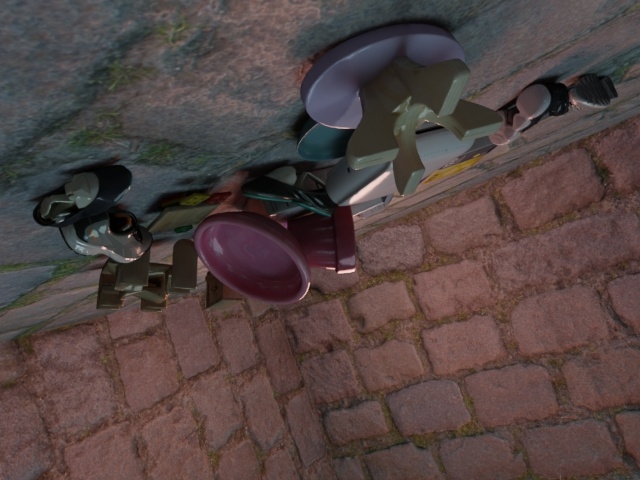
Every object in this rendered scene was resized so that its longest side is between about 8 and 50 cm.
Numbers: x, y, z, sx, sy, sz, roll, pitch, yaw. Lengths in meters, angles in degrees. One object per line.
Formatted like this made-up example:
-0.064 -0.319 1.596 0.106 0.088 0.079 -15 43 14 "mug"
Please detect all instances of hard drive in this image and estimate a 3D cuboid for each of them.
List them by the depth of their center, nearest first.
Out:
0.080 -0.118 1.620 0.353 0.047 0.233 -24 -166 24 "hard drive"

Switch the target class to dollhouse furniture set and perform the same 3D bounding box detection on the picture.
-0.453 0.067 1.380 0.395 0.256 0.362 9 157 -32 "dollhouse furniture set"

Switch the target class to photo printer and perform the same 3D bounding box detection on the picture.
0.181 -0.188 1.012 0.256 0.107 0.307 -17 173 -27 "photo printer"

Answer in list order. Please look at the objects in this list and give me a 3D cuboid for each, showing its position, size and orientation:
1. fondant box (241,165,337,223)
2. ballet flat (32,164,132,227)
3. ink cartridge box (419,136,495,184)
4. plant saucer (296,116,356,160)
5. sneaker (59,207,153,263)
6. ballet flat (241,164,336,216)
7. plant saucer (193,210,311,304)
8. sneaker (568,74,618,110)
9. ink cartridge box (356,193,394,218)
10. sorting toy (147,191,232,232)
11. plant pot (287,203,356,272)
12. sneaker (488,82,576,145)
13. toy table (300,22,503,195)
-0.046 -0.120 1.307 0.331 0.096 0.238 -16 172 -24 "fondant box"
-0.404 -0.070 0.737 0.203 0.074 0.074 -21 174 24 "ballet flat"
0.455 -0.287 1.610 0.308 0.072 0.303 -22 174 -9 "ink cartridge box"
0.095 -0.250 0.898 0.318 0.043 0.317 -20 174 -2 "plant saucer"
-0.436 -0.015 0.972 0.108 0.100 0.271 -26 173 4 "sneaker"
-0.069 -0.129 1.088 0.281 0.096 0.095 11 -176 -45 "ballet flat"
-0.173 0.040 1.187 0.332 0.332 0.084 -27 -152 46 "plant saucer"
0.810 -0.428 1.352 0.282 0.105 0.115 -15 172 -41 "sneaker"
0.232 -0.160 1.736 0.233 0.066 0.189 -19 -168 -8 "ink cartridge box"
-0.322 -0.075 1.036 0.132 0.046 0.275 -15 172 -42 "sorting toy"
0.000 0.000 1.265 0.181 0.201 0.201 -5 173 -3 "plant pot"
0.607 -0.362 1.275 0.153 0.101 0.268 -16 170 -13 "sneaker"
0.127 -0.200 0.674 0.275 0.160 0.252 -22 154 -6 "toy table"
